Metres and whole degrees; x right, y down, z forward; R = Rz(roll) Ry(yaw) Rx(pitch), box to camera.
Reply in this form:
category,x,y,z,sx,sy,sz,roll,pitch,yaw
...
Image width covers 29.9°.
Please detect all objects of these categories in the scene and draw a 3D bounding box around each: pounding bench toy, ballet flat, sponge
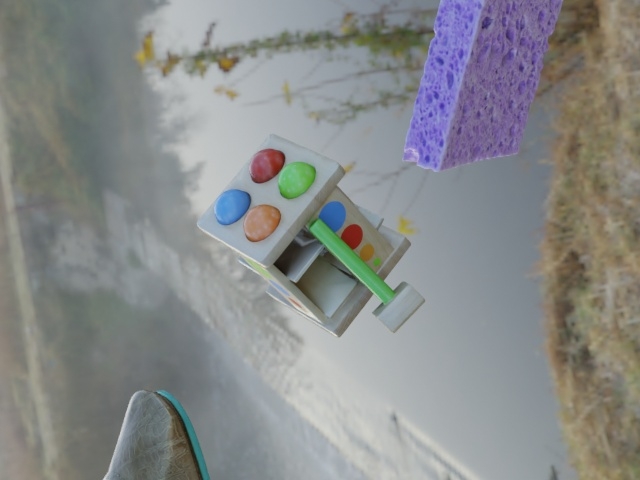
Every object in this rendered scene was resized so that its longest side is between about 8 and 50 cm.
category,x,y,z,sx,sy,sz,roll,pitch,yaw
pounding bench toy,0.000,0.000,0.492,0.083,0.052,0.065,28,166,50
ballet flat,-0.140,0.295,1.010,0.116,0.124,0.343,24,130,50
sponge,0.114,-0.148,0.734,0.031,0.117,0.210,24,110,29
